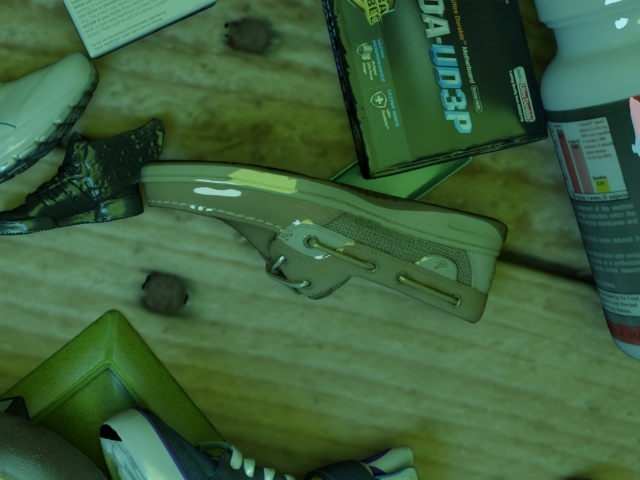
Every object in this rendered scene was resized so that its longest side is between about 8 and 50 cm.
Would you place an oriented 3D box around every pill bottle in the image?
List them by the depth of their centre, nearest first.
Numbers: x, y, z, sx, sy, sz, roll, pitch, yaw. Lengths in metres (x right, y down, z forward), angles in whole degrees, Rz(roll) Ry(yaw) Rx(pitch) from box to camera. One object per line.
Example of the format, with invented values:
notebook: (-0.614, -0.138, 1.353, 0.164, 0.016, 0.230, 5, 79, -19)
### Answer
pill bottle: (0.319, -0.090, 1.232, 0.210, 0.210, 0.363, -20, 101, -5)

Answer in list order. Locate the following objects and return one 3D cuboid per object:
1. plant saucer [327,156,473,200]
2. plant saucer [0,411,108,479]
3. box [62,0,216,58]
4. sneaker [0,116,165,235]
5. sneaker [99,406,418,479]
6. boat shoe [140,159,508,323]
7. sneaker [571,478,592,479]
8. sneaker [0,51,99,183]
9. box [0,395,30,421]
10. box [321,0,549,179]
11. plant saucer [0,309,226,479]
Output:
plant saucer: (0.050, -0.049, 1.304, 0.192, 0.018, 0.067, -36, 99, -2)
plant saucer: (-0.312, 0.296, 1.185, 0.310, 0.050, 0.311, 0, 104, -1)
box: (-0.179, -0.249, 1.227, 0.126, 0.072, 0.137, -25, 99, -4)
sneaker: (-0.223, -0.058, 1.252, 0.170, 0.051, 0.089, -9, 96, -12)
sneaker: (-0.030, 0.231, 1.257, 0.236, 0.130, 0.323, -38, 105, -24)
boat shoe: (0.000, 0.000, 1.231, 0.341, 0.121, 0.110, 12, 93, -10)
sneaker: (0.215, 0.329, 1.326, 0.083, 0.087, 0.221, 37, 90, -10)
sneaker: (-0.334, -0.091, 1.206, 0.297, 0.111, 0.129, -31, 94, -4)
box: (-0.360, 0.252, 1.229, 0.232, 0.059, 0.183, -12, 102, 5)
box: (0.101, -0.180, 1.271, 0.175, 0.051, 0.220, -12, 90, -7)
plant saucer: (-0.207, 0.194, 1.277, 0.188, 0.045, 0.188, -39, 99, -3)
